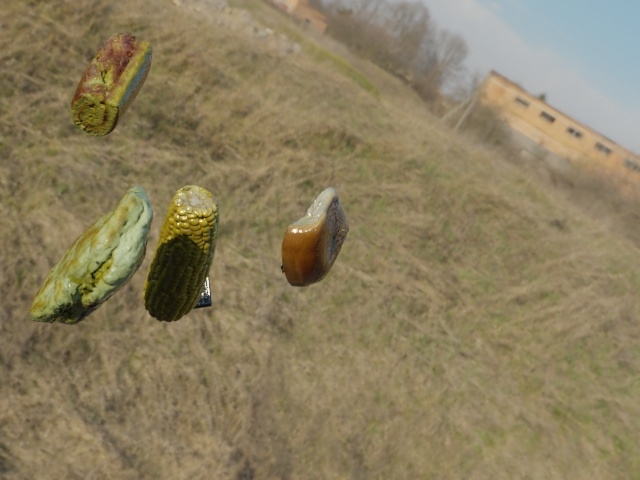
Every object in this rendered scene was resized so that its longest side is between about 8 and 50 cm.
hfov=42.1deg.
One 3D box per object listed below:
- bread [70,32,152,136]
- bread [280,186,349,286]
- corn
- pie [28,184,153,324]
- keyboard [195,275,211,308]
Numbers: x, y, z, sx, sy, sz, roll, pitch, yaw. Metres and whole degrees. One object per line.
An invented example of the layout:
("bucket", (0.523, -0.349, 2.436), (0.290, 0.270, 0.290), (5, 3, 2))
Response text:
("bread", (-0.389, -0.291, 1.545), (0.103, 0.132, 0.172), (27, 58, -14))
("bread", (0.000, 0.000, 1.096), (0.044, 0.126, 0.129), (25, -23, 26))
("corn", (-0.226, 0.036, 1.366), (0.101, 0.310, 0.101), (14, 47, -16))
("pie", (-0.297, 0.036, 1.105), (0.090, 0.201, 0.248), (39, -33, -14))
("keyboard", (-0.255, 0.039, 1.653), (0.010, 0.063, 0.198), (44, 37, -73))
